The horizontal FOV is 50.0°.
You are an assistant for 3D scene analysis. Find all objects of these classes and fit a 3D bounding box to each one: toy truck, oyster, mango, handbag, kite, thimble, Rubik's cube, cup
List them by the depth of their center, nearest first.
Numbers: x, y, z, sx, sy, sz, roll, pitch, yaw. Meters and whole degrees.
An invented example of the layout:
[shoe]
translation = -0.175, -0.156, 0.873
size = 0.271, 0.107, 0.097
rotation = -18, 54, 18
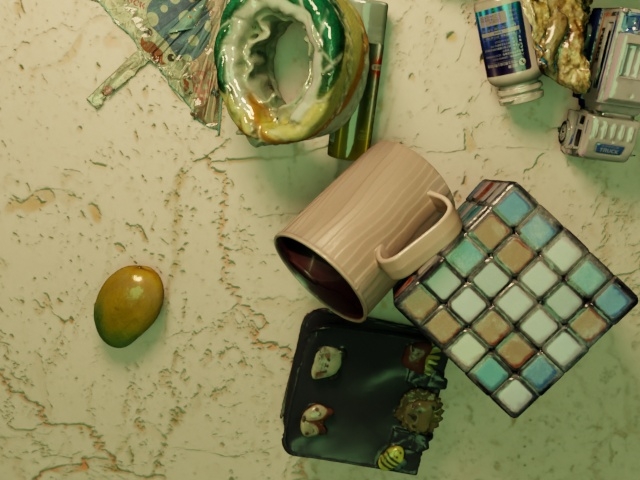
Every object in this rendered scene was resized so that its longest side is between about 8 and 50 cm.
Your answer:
[oyster]
translation = 0.407, -0.384, 1.167
size = 0.083, 0.214, 0.223
rotation = -11, 138, 40
[cup]
translation = 0.085, -0.024, 1.172
size = 0.208, 0.288, 0.273
rotation = 45, 71, 1
[thimble]
translation = -0.053, -0.301, 1.187
size = 0.254, 0.167, 0.288
rotation = 21, 108, 23
[toy truck]
translation = 0.522, -0.270, 1.221
size = 0.124, 0.155, 0.268
rotation = 7, 106, -1
[Rubik's cube]
translation = 0.323, 0.084, 1.229
size = 0.293, 0.287, 0.292
rotation = 44, 98, 0
[kite]
translation = -0.302, -0.374, 1.291
size = 0.368, 0.014, 0.406
rotation = -39, 100, 10
[mango]
translation = -0.392, 0.137, 1.396
size = 0.130, 0.092, 0.195
rotation = 20, 114, -6
[handbag]
translation = 0.097, 0.315, 1.412
size = 0.329, 0.122, 0.304
rotation = 12, 105, -3

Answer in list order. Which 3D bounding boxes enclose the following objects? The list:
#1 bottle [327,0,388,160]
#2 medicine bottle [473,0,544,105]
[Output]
[bottle]
translation = 0.068, -0.294, 1.266
size = 0.082, 0.082, 0.286
rotation = 6, 105, 0
[medicine bottle]
translation = 0.344, -0.345, 1.231
size = 0.106, 0.107, 0.192
rotation = -13, 104, 5
